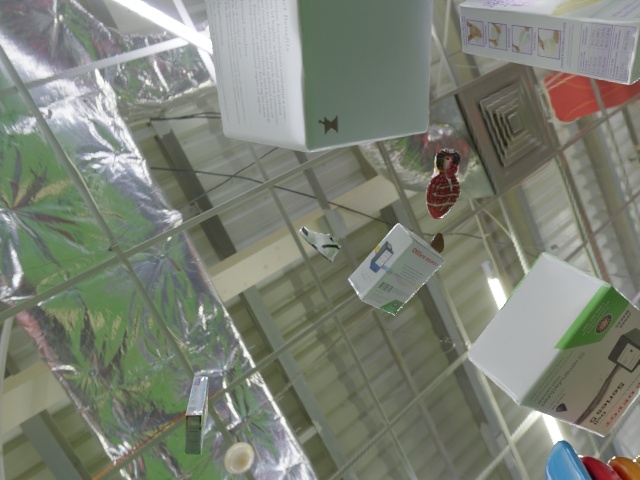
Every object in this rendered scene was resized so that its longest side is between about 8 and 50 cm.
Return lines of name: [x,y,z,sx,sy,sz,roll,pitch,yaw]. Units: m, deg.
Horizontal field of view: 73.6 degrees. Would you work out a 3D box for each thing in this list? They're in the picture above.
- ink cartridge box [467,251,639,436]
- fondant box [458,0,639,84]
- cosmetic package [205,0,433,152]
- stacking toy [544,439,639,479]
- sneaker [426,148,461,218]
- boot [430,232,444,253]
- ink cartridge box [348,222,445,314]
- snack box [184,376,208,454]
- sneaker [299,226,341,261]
ink cartridge box: [0.394,0.169,0.662,0.273,0.115,0.198,27,-81,-31]
fondant box: [0.440,-0.391,0.717,0.238,0.330,0.096,-35,-49,-11]
cosmetic package: [-0.012,-0.394,0.946,0.328,0.394,0.329,-16,-65,-32]
stacking toy: [0.462,0.327,0.523,0.302,0.165,0.175,-16,-56,6]
sneaker: [0.350,-0.149,1.205,0.088,0.092,0.225,13,-120,16]
boot: [0.328,0.042,1.276,0.042,0.087,0.118,19,-106,-4]
ink cartridge box: [0.205,0.080,1.153,0.154,0.093,0.212,28,-70,-38]
snack box: [-0.275,0.387,0.957,0.037,0.141,0.100,4,-74,-10]
sneaker: [0.000,0.000,0.884,0.043,0.109,0.040,-50,-34,-2]
